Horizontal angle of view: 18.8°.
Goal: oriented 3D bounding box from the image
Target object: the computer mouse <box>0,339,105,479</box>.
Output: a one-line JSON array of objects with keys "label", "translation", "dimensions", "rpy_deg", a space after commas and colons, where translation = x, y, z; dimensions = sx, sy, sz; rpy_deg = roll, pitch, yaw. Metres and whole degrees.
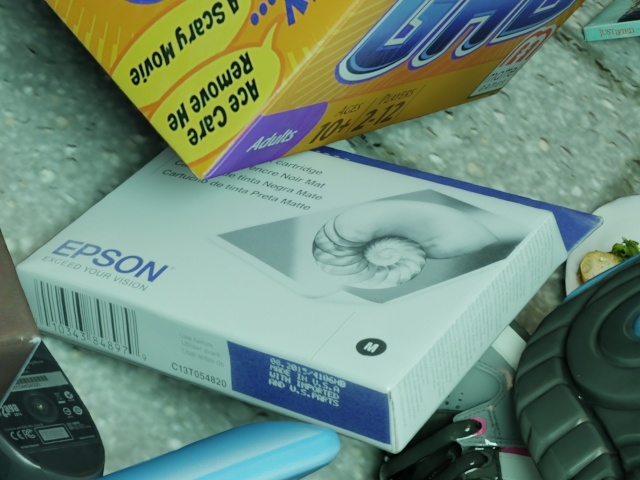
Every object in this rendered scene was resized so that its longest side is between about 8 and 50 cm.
[{"label": "computer mouse", "translation": [-0.180, 0.039, 0.934], "dimensions": [0.071, 0.041, 0.242], "rpy_deg": [0, 48, -49]}]

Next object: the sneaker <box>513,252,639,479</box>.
[{"label": "sneaker", "translation": [0.163, 0.119, 0.877], "dimensions": [0.139, 0.125, 0.341], "rpy_deg": [56, 30, -21]}]

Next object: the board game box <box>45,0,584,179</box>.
[{"label": "board game box", "translation": [0.019, -0.302, 1.021], "dimensions": [0.356, 0.356, 0.356], "rpy_deg": [50, 29, 11]}]

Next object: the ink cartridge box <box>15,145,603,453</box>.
[{"label": "ink cartridge box", "translation": [0.000, 0.000, 0.981], "dimensions": [0.223, 0.045, 0.224], "rpy_deg": [15, 37, 28]}]

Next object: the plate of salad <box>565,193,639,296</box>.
[{"label": "plate of salad", "translation": [0.238, 0.049, 1.155], "dimensions": [0.200, 0.048, 0.199], "rpy_deg": [16, 49, -19]}]

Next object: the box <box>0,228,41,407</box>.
[{"label": "box", "translation": [-0.256, 0.027, 0.804], "dimensions": [0.203, 0.167, 0.168], "rpy_deg": [-6, 59, -33]}]

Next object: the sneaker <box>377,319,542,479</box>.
[{"label": "sneaker", "translation": [0.057, 0.155, 0.925], "dimensions": [0.178, 0.124, 0.295], "rpy_deg": [-10, 62, -46]}]

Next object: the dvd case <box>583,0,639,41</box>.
[{"label": "dvd case", "translation": [0.241, -0.167, 1.302], "dimensions": [0.119, 0.087, 0.013], "rpy_deg": [-39, 117, -43]}]

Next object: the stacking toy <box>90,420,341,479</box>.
[{"label": "stacking toy", "translation": [-0.040, 0.242, 0.799], "dimensions": [0.166, 0.175, 0.301], "rpy_deg": [-17, 80, -43]}]
